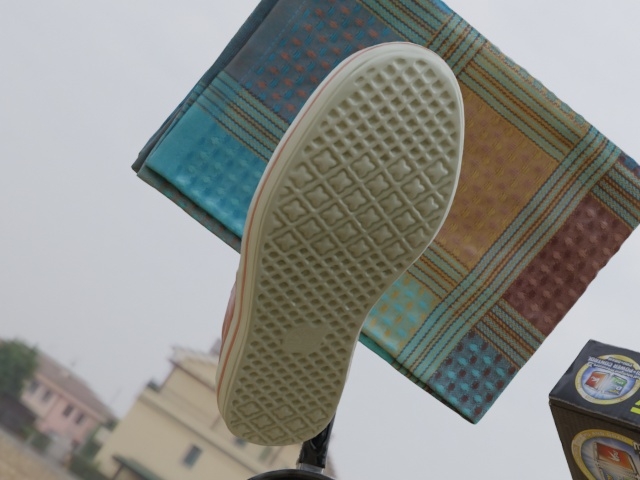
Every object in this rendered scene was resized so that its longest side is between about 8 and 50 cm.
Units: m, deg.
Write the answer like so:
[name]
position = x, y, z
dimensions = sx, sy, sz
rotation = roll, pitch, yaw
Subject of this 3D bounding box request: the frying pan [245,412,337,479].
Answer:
[frying pan]
position = -0.040, 0.262, 1.284
dimensions = 0.197, 0.326, 0.053
rotation = -6, -24, -19

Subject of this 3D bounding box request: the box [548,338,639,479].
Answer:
[box]
position = 0.280, 0.200, 0.856
dimensions = 0.216, 0.060, 0.270
rotation = 15, -39, 38

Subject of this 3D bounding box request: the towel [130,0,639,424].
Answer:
[towel]
position = 0.067, -0.054, 1.088
dimensions = 0.370, 0.271, 0.040
rotation = 38, 6, -5

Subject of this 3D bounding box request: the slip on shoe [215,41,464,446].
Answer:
[slip on shoe]
position = 0.000, 0.000, 0.872
dimensions = 0.123, 0.101, 0.331
rotation = 8, -49, -15
